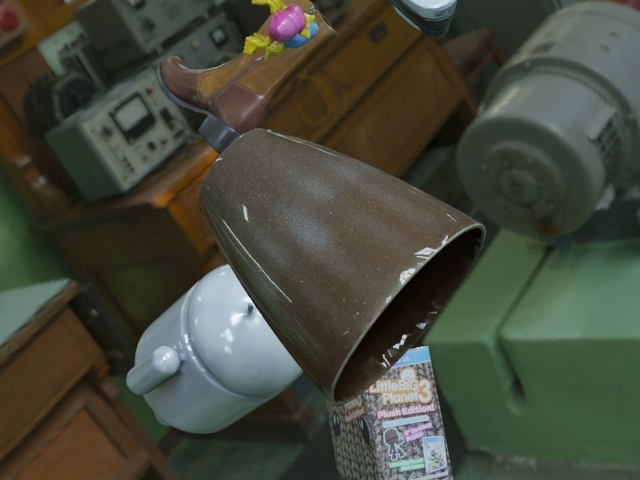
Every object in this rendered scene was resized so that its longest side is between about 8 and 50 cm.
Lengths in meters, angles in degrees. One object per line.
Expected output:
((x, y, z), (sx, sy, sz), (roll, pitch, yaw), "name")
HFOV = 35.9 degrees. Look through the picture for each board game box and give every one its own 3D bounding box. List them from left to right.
((0.122, 0.360, 1.866), (0.141, 0.290, 0.232), (-7, -9, -20), "board game box")

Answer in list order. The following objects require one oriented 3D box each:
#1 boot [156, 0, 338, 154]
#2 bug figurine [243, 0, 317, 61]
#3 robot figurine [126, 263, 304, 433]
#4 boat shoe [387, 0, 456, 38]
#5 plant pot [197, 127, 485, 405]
((-0.131, -0.312, 1.638), (0.280, 0.096, 0.264), (-50, 47, 13), "boot")
((-0.026, -0.345, 1.260), (0.072, 0.278, 0.216), (16, 29, 8), "bug figurine")
((-0.142, 0.160, 1.459), (0.300, 0.199, 0.353), (-18, -14, -44), "robot figurine")
((0.119, -0.448, 1.609), (0.108, 0.102, 0.301), (-31, 66, -13), "boat shoe")
((0.000, 0.000, 0.945), (0.215, 0.230, 0.215), (-43, -19, -19), "plant pot")
